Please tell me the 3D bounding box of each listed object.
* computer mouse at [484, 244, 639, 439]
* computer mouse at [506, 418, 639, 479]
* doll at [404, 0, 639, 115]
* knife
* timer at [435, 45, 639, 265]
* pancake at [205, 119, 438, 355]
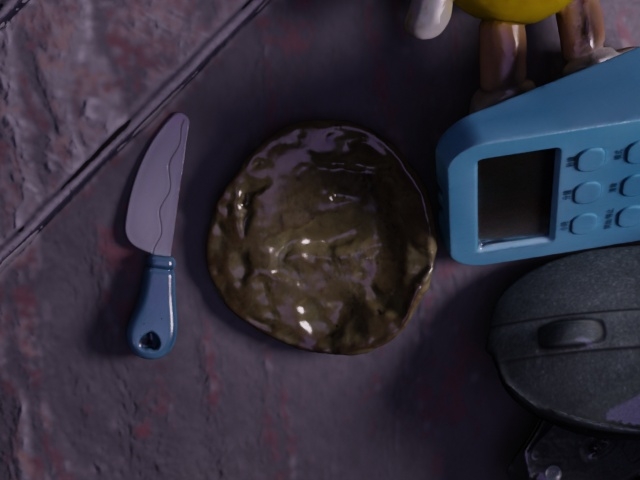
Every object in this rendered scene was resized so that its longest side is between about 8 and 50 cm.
[{"bbox_3d":[0.355,0.103,1.626,0.374,0.114,0.203,2,69,-14],"label":"computer mouse"},{"bbox_3d":[0.290,0.204,1.689,0.231,0.071,0.126,-35,90,-15],"label":"computer mouse"},{"bbox_3d":[0.211,-0.286,1.543,0.348,0.161,0.423,5,101,-28],"label":"doll"},{"bbox_3d":[-0.163,-0.005,1.594,0.058,0.032,0.244,3,96,-2],"label":"knife"},{"bbox_3d":[0.236,-0.060,1.549,0.250,0.232,0.091,-19,61,-4],"label":"timer"},{"bbox_3d":[0.000,0.000,1.612,0.242,0.050,0.242,0,100,-1],"label":"pancake"}]
